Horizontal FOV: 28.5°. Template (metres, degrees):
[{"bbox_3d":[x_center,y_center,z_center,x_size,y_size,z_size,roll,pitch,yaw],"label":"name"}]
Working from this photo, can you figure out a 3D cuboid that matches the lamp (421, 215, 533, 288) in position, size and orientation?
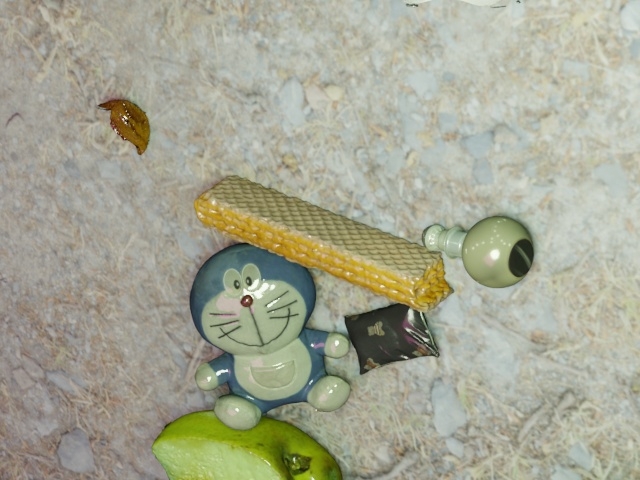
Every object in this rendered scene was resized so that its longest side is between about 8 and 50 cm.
[{"bbox_3d":[0.194,0.006,1.611,0.163,0.091,0.091,17,121,46],"label":"lamp"}]

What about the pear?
[{"bbox_3d":[-0.087,0.361,1.913,0.292,0.159,0.292,15,121,25],"label":"pear"}]

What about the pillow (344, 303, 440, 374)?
[{"bbox_3d":[0.095,0.130,1.749,0.150,0.048,0.090,-19,103,41],"label":"pillow"}]

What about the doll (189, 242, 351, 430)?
[{"bbox_3d":[-0.081,0.128,1.797,0.228,0.154,0.258,-13,118,5],"label":"doll"}]

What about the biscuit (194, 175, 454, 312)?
[{"bbox_3d":[0.000,0.000,1.725,0.378,0.094,0.054,22,122,25],"label":"biscuit"}]

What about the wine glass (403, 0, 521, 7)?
[{"bbox_3d":[0.148,-0.365,1.416,0.165,0.165,0.196,11,113,30],"label":"wine glass"}]

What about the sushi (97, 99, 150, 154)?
[{"bbox_3d":[-0.284,-0.172,1.864,0.047,0.050,0.099,-21,112,34],"label":"sushi"}]
